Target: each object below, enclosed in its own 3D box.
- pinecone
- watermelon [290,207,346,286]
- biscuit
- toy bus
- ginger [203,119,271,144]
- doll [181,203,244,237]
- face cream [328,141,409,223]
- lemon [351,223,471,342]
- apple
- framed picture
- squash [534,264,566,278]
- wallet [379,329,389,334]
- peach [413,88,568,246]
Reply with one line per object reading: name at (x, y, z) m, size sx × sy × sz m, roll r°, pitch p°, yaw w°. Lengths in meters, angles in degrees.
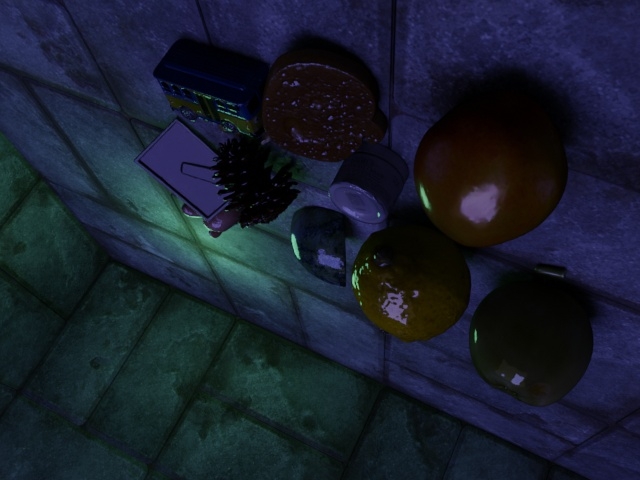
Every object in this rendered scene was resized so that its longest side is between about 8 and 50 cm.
pinecone at (-0.207, -0.186, 1.902) m, size 0.246 × 0.246 × 0.292 m, roll -6°, pitch 125°, yaw 54°
watermelon at (0.000, 0.000, 2.145) m, size 0.260 × 0.256 × 0.176 m, roll 18°, pitch -160°, yaw 7°
biscuit at (0.014, -0.317, 1.519) m, size 0.314 × 0.063 × 0.367 m, roll 14°, pitch 152°, yaw -6°
toy bus at (-0.267, -0.393, 1.629) m, size 0.287 × 0.138 × 0.175 m, roll 21°, pitch 158°, yaw 18°
ginger at (-0.244, -0.336, 1.811) m, size 0.288 × 0.075 × 0.089 m, roll 23°, pitch 135°, yaw 25°
doll at (-0.416, -0.165, 2.299) m, size 0.303 × 0.201 × 0.156 m, roll 48°, pitch -172°, yaw -27°
face cream at (0.127, -0.150, 1.667) m, size 0.177 × 0.153 × 0.177 m, roll 24°, pitch 156°, yaw 11°
lemon at (0.261, 0.116, 1.828) m, size 0.349 × 0.350 × 0.387 m, roll 14°, pitch 162°, yaw 31°
apple at (0.607, 0.295, 1.839) m, size 0.357 × 0.357 × 0.357 m, roll 24°, pitch 157°, yaw 11°
framed picture at (-0.434, -0.234, 2.134) m, size 0.247 × 0.022 × 0.335 m, roll -36°, pitch 116°, yaw 29°
squash at (0.635, 0.084, 1.733) m, size 0.083 × 0.027 × 0.027 m, roll 12°, pitch 152°, yaw 35°
wallet at (0.346, 0.343, 2.403) m, size 0.172 × 0.045 × 0.318 m, roll 5°, pitch 176°, yaw 20°
peach at (0.342, -0.148, 1.268) m, size 0.307 × 0.308 × 0.332 m, roll 23°, pitch 141°, yaw 15°
